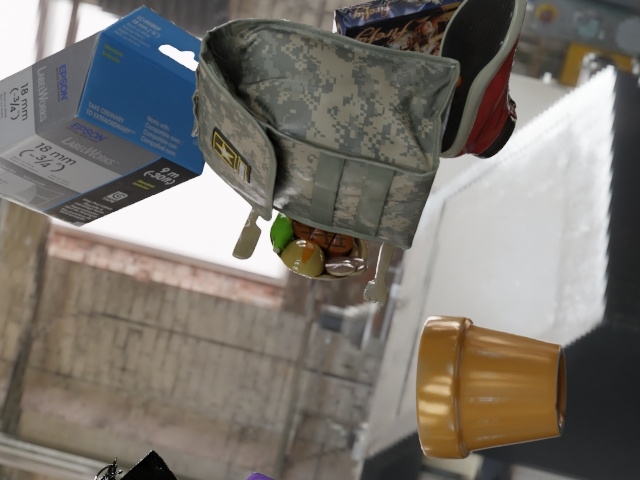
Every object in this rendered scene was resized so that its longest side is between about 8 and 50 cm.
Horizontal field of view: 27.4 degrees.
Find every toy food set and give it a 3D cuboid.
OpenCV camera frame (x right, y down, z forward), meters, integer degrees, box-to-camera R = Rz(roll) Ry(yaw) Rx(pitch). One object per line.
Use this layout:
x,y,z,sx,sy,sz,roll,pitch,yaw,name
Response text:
0.000,0.000,1.586,0.132,0.192,0.038,-73,2,-47,toy food set

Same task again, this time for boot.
0.228,-0.222,1.724,0.176,0.088,0.244,-3,-61,-55,boot

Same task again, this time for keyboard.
-0.239,0.313,1.559,0.038,0.100,0.192,-33,2,27,keyboard

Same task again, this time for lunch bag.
-0.010,-0.120,1.467,0.235,0.287,0.169,102,-177,-68,lunch bag

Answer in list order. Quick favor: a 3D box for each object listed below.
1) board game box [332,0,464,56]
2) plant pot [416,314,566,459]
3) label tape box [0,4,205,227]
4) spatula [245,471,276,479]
0.134,-0.292,1.906,0.165,0.243,0.042,97,154,-57,board game box
0.247,0.209,1.855,0.205,0.188,0.205,0,-90,-74,plant pot
-0.271,-0.143,1.659,0.241,0.334,0.106,25,-129,-52,label tape box
-0.006,0.470,2.147,0.084,0.296,0.030,-60,12,5,spatula
